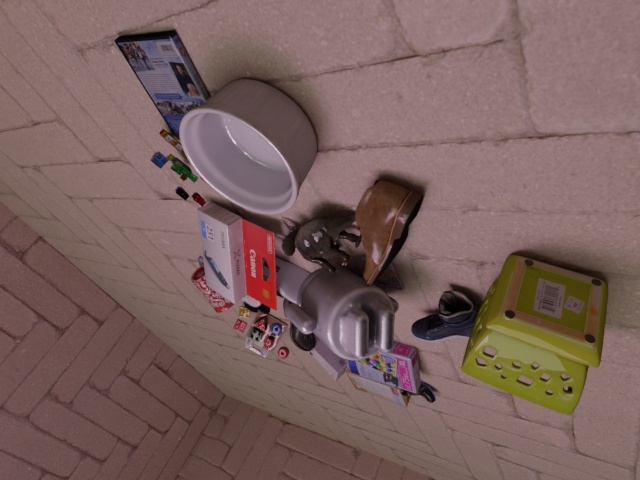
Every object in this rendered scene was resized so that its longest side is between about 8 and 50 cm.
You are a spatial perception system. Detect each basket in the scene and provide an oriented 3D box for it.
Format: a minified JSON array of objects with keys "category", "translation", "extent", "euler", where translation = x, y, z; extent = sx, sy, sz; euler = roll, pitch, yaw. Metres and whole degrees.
[{"category":"basket","translation":[-0.255,0.426,2.001],"extent":[0.113,0.103,0.167],"euler":[29,150,3]}]

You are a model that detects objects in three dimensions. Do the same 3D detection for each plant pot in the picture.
[{"category":"plant pot","translation":[0.436,0.172,0.920],"extent":[0.227,0.228,0.207],"euler":[19,142,20]}]

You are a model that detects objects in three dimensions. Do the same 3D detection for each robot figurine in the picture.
[{"category":"robot figurine","translation":[0.061,0.185,1.224],"extent":[0.353,0.299,0.200],"euler":[-154,64,-62]}]

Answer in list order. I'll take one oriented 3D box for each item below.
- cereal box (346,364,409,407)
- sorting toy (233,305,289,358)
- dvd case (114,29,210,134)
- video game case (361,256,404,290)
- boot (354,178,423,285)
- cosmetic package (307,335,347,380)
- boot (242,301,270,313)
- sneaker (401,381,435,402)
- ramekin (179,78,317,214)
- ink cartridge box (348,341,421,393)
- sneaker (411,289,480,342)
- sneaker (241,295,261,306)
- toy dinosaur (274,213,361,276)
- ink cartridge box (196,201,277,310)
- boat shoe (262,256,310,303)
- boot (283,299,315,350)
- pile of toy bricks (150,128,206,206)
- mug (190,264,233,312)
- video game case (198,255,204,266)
[{"category":"cereal box","translation":[0.236,0.595,1.874],"extent":[0.240,0.047,0.173],"euler":[10,144,30]},{"category":"sorting toy","translation":[-0.233,0.370,1.872],"extent":[0.274,0.132,0.046],"euler":[29,-171,3]},{"category":"dvd case","translation":[-0.329,-0.340,1.026],"extent":[0.180,0.022,0.253],"euler":[12,145,31]},{"category":"video game case","translation":[0.168,0.090,1.231],"extent":[0.087,0.011,0.122],"euler":[5,141,36]},{"category":"boot","translation":[0.131,-0.015,1.032],"extent":[0.115,0.112,0.305],"euler":[30,141,15]},{"category":"cosmetic package","translation":[-0.004,0.418,1.740],"extent":[0.239,0.060,0.099],"euler":[41,156,22]},{"category":"boot","translation":[-0.255,0.263,1.821],"extent":[0.121,0.045,0.099],"euler":[35,148,7]},{"category":"sneaker","translation":[0.337,0.549,1.688],"extent":[0.188,0.078,0.067],"euler":[32,150,-3]},{"category":"ramekin","translation":[-0.142,-0.198,0.960],"extent":[0.277,0.135,0.277],"euler":[22,148,14]},{"category":"ink cartridge box","translation":[0.193,0.418,1.611],"extent":[0.311,0.065,0.186],"euler":[11,131,34]},{"category":"sneaker","translation":[0.309,0.196,1.176],"extent":[0.226,0.086,0.163],"euler":[-14,139,38]},{"category":"sneaker","translation":[-0.313,0.184,1.669],"extent":[0.232,0.115,0.090],"euler":[41,124,-19]},{"category":"toy dinosaur","translation":[0.000,0.000,1.144],"extent":[0.160,0.121,0.313],"euler":[27,156,-20]},{"category":"ink cartridge box","translation":[-0.250,0.063,1.371],"extent":[0.261,0.066,0.296],"euler":[25,130,30]},{"category":"boat shoe","translation":[-0.134,0.127,1.457],"extent":[0.301,0.108,0.102],"euler":[28,149,10]},{"category":"boot","translation":[-0.005,0.293,1.575],"extent":[0.229,0.091,0.263],"euler":[2,123,37]},{"category":"pile of toy bricks","translation":[-0.363,-0.192,1.213],"extent":[0.212,0.118,0.105],"euler":[42,-179,-35]},{"category":"mug","translation":[-0.418,0.179,1.748],"extent":[0.150,0.113,0.169],"euler":[-3,133,41]},{"category":"video game case","translation":[-0.396,0.130,1.777],"extent":[0.166,0.015,0.119],"euler":[25,150,9]}]
